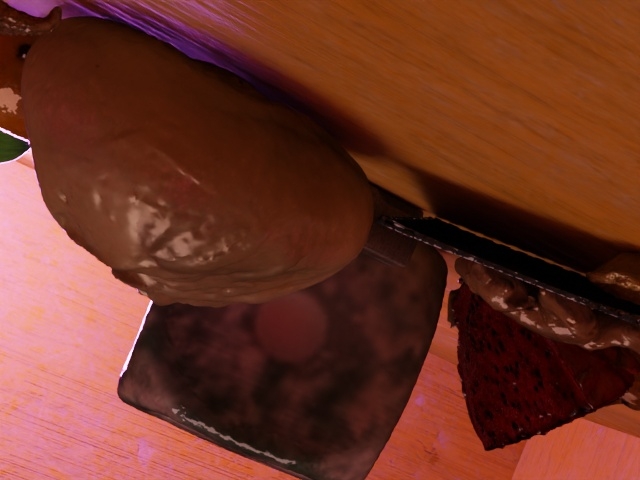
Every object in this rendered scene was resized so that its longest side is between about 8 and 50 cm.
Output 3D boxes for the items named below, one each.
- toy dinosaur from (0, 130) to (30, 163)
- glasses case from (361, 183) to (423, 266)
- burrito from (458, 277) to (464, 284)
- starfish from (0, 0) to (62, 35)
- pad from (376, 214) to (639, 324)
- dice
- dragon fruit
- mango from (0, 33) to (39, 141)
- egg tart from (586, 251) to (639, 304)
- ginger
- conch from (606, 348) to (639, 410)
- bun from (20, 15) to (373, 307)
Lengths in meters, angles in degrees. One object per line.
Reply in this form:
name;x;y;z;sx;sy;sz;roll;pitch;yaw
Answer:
toy dinosaur;-0.355;-0.134;1.864;0.500;0.143;0.374;10;176;25
glasses case;0.016;-0.040;1.567;0.205;0.070;0.047;26;170;-28
burrito;0.263;0.090;1.970;0.171;0.042;0.051;19;173;6
starfish;-0.352;-0.245;1.075;0.302;0.084;0.293;20;170;0
pad;0.205;0.025;1.463;0.269;0.012;0.270;22;-174;17
dice;-0.050;0.114;1.862;0.331;0.327;0.348;24;170;-2
dragon fruit;0.267;0.111;1.729;0.205;0.152;0.317;64;159;6
mango;-0.280;-0.154;1.515;0.147;0.109;0.227;-5;164;20
egg tart;0.293;0.037;1.335;0.105;0.039;0.105;23;175;2
ginger;0.250;0.075;1.502;0.259;0.065;0.149;24;-175;15
conch;0.349;0.163;2.026;0.330;0.093;0.109;22;172;12
bun;-0.129;-0.049;1.348;0.361;0.213;0.361;25;175;2
